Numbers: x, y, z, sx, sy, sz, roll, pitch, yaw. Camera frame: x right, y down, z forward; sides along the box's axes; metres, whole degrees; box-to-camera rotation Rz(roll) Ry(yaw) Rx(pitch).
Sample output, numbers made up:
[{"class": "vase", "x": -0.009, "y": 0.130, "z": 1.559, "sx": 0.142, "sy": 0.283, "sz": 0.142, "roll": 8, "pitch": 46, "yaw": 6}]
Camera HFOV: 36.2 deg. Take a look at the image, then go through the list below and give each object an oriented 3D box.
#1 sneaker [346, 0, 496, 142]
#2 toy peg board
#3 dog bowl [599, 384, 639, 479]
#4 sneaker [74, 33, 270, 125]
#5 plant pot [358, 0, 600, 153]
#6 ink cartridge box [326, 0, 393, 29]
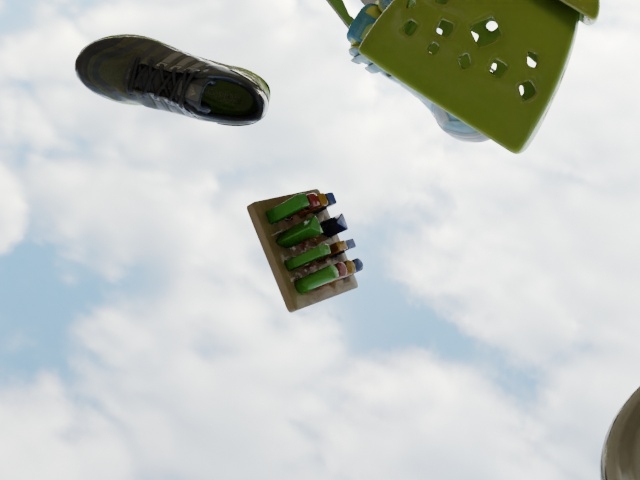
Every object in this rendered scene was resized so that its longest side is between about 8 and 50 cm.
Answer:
[{"class": "sneaker", "x": 0.150, "y": -0.268, "z": 1.510, "sx": 0.127, "sy": 0.208, "sz": 0.319, "roll": -58, "pitch": -144, "yaw": 11}, {"class": "toy peg board", "x": 0.000, "y": 0.000, "z": 1.384, "sx": 0.079, "sy": 0.161, "sz": 0.160, "roll": -25, "pitch": 174, "yaw": 36}, {"class": "dog bowl", "x": 0.397, "y": 0.166, "z": 0.613, "sx": 0.408, "sy": 0.150, "sz": 0.408, "roll": -19, "pitch": -167, "yaw": 4}, {"class": "sneaker", "x": -0.210, "y": -0.235, "z": 1.447, "sx": 0.300, "sy": 0.111, "sz": 0.121, "roll": 8, "pitch": -169, "yaw": -15}, {"class": "plant pot", "x": 0.206, "y": -0.254, "z": 1.179, "sx": 0.228, "sy": 0.207, "sz": 0.227, "roll": 33, "pitch": -164, "yaw": 6}, {"class": "ink cartridge box", "x": 0.142, "y": -0.467, "z": 1.700, "sx": 0.255, "sy": 0.097, "sz": 0.189, "roll": -42, "pitch": -104, "yaw": 26}]
